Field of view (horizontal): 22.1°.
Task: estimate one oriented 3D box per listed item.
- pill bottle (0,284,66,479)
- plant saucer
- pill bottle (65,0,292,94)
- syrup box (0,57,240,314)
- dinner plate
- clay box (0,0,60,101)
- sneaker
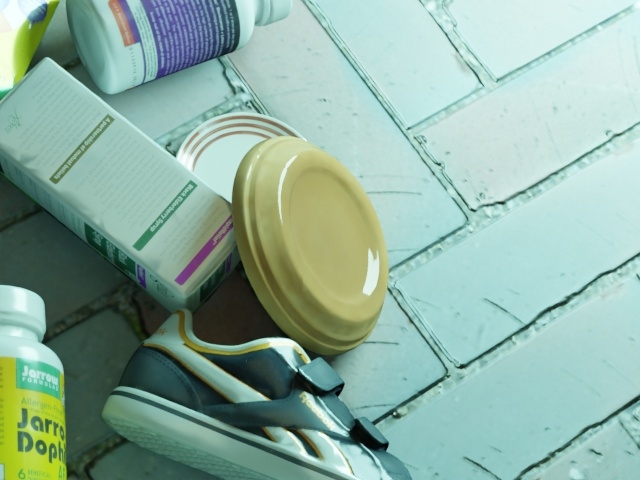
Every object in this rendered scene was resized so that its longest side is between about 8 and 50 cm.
[{"bbox_3d":[-0.264,0.148,1.318,0.118,0.117,0.208,0,65,-13],"label":"pill bottle"},{"bbox_3d":[0.000,0.000,1.426,0.200,0.037,0.200,31,49,-44],"label":"plant saucer"},{"bbox_3d":[-0.129,-0.215,1.524,0.193,0.108,0.108,-22,72,-21],"label":"pill bottle"},{"bbox_3d":[-0.178,-0.043,1.431,0.237,0.093,0.096,39,76,7],"label":"syrup box"},{"bbox_3d":[-0.067,-0.054,1.514,0.141,0.017,0.141,5,64,-11],"label":"dinner plate"},{"bbox_3d":[-0.312,-0.205,1.467,0.127,0.053,0.222,36,51,-26],"label":"clay box"},{"bbox_3d":[-0.013,0.160,1.365,0.321,0.126,0.127,25,68,1],"label":"sneaker"}]
